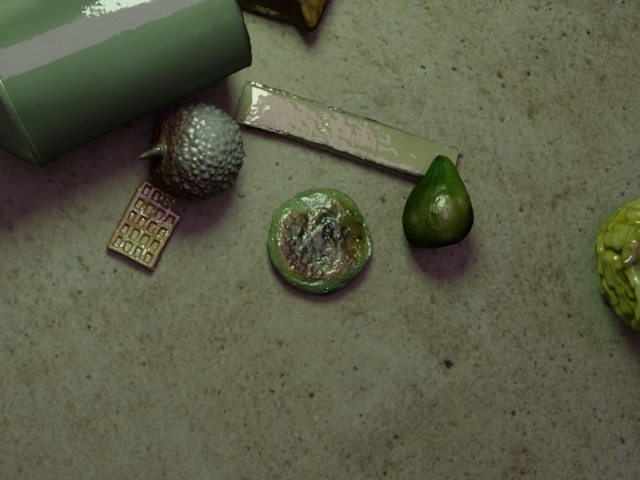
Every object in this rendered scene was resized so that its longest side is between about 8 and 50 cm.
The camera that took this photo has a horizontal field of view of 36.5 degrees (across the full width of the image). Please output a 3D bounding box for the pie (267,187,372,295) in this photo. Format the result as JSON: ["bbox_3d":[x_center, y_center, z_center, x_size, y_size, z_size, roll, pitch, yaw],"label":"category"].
[{"bbox_3d":[0.000,0.000,1.651,0.186,0.041,0.187,2,80,-11],"label":"pie"}]

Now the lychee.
[{"bbox_3d":[-0.209,-0.146,1.565,0.197,0.165,0.165,7,79,-43],"label":"lychee"}]

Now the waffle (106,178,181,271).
[{"bbox_3d":[-0.285,-0.027,1.608,0.092,0.021,0.135,29,78,-5],"label":"waffle"}]

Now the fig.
[{"bbox_3d":[0.199,-0.066,1.653,0.123,0.123,0.156,-6,97,-12],"label":"fig"}]

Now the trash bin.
[{"bbox_3d":[-0.347,-0.301,1.490,0.432,0.280,0.280,-24,87,-9],"label":"trash bin"}]

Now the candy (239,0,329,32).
[{"bbox_3d":[-0.114,-0.447,1.668,0.271,0.101,0.143,19,73,-3],"label":"candy"}]

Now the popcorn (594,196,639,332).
[{"bbox_3d":[0.605,0.050,1.667,0.292,0.237,0.293,2,77,-10],"label":"popcorn"}]

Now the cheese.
[{"bbox_3d":[0.050,-0.183,1.694,0.400,0.034,0.085,17,76,-9],"label":"cheese"}]
